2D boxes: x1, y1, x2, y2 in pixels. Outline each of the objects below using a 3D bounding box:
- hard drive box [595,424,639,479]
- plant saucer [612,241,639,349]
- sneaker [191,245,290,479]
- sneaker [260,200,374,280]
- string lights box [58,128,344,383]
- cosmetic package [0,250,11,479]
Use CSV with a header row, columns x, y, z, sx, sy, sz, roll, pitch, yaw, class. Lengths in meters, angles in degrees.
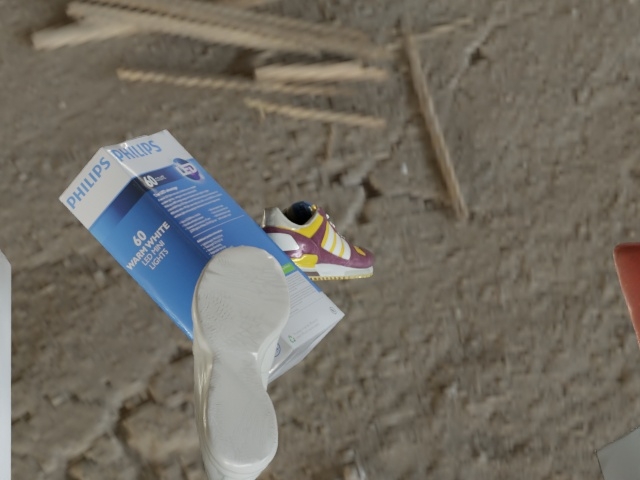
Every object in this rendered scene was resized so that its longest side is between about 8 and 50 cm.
x,y,z,sx,sy,sz,roll,pitch,yaw,class
0.327,0.142,1.068,0.181,0.232,0.089,-7,70,-21,hard drive box
0.275,0.119,0.722,0.259,0.048,0.258,14,49,-32,plant saucer
-0.074,0.105,1.238,0.080,0.094,0.212,11,53,-10,sneaker
0.000,0.000,1.619,0.070,0.185,0.084,-3,90,29,sneaker
-0.110,0.016,1.473,0.259,0.133,0.077,46,114,8,string lights box
-0.462,0.176,1.572,0.284,0.097,0.377,-16,49,8,cosmetic package
